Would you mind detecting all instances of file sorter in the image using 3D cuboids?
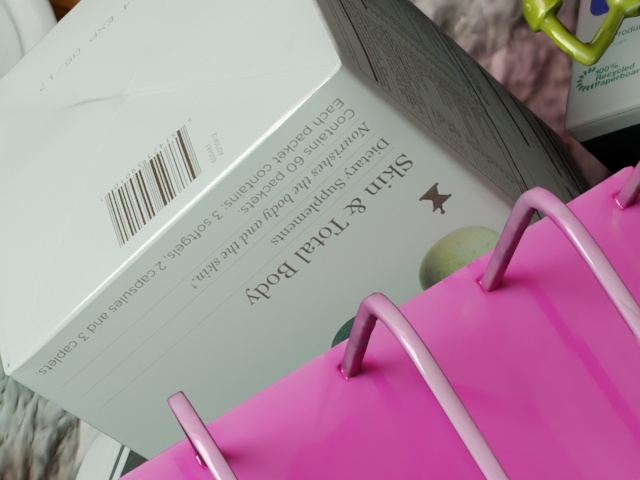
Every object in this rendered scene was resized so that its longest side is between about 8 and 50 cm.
[{"bbox_3d":[0.060,0.107,0.688,0.291,0.182,0.202,-31,78,-8],"label":"file sorter"}]

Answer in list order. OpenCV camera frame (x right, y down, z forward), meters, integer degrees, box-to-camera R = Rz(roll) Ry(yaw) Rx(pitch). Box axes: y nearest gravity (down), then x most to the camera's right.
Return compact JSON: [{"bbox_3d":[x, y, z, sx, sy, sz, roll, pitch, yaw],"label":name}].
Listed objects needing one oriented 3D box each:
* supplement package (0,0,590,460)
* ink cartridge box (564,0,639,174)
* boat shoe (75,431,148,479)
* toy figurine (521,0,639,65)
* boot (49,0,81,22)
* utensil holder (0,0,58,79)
[{"bbox_3d":[0.000,0.000,0.924,0.199,0.263,0.198,-42,37,15],"label":"supplement package"},{"bbox_3d":[0.224,-0.197,1.015,0.165,0.065,0.332,-17,50,39],"label":"ink cartridge box"},{"bbox_3d":[-0.079,0.201,0.961,0.119,0.121,0.335,-31,38,34],"label":"boat shoe"},{"bbox_3d":[0.112,-0.212,1.008,0.362,0.191,0.217,-57,2,-24],"label":"toy figurine"},{"bbox_3d":[-0.130,-0.119,1.328,0.211,0.104,0.295,28,87,49],"label":"boot"},{"bbox_3d":[-0.395,-0.037,1.277,0.385,0.328,0.327,-53,30,36],"label":"utensil holder"}]
